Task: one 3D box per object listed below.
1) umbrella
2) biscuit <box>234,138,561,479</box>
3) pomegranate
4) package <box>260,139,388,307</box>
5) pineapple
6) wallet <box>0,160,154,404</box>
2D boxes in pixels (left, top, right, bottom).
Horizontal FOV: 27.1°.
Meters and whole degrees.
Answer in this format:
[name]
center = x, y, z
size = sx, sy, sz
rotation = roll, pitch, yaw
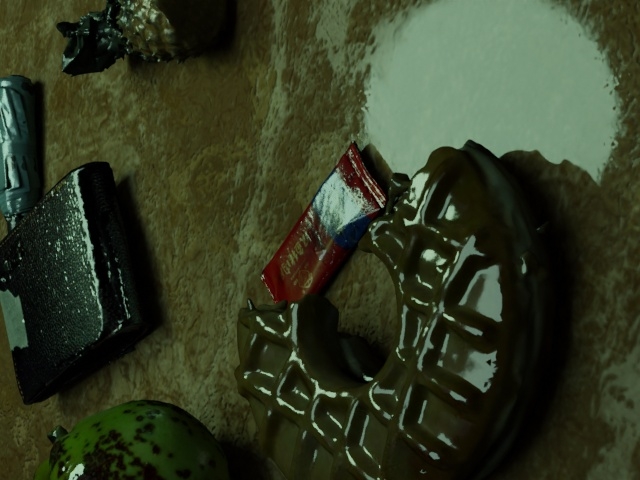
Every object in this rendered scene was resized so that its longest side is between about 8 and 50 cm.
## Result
[umbrella]
center = -0.400, -0.095, 1.752
size = 0.052, 0.053, 0.250
rotation = -9, 81, 54
[biscuit]
center = 0.069, 0.100, 1.161
size = 0.366, 0.115, 0.268
rotation = -42, 57, 40
[pomegranate]
center = -0.179, 0.302, 1.351
size = 0.222, 0.204, 0.277
rotation = 118, 139, -52
[package]
center = 0.000, 0.000, 1.316
size = 0.200, 0.022, 0.083
rotation = -55, 49, 32
[pineapple]
center = -0.212, -0.241, 1.506
size = 0.237, 0.119, 0.111
rotation = -9, 67, 49
[wallet]
center = -0.314, 0.056, 1.615
size = 0.262, 0.071, 0.221
rotation = -34, 67, 41
